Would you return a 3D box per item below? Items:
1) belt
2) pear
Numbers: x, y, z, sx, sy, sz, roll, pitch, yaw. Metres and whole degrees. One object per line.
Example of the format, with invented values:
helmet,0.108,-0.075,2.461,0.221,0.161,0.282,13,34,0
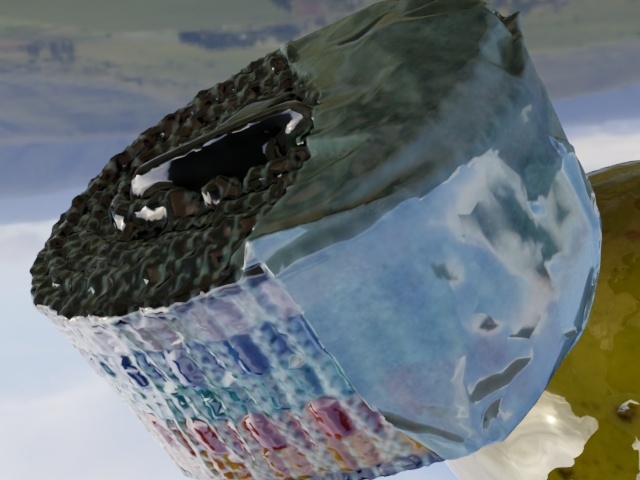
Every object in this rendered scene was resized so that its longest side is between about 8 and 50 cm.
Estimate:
belt,0.000,0.000,0.543,0.257,0.150,0.207,-19,-147,32
pear,0.284,0.116,0.887,0.418,0.362,0.362,14,-165,16
